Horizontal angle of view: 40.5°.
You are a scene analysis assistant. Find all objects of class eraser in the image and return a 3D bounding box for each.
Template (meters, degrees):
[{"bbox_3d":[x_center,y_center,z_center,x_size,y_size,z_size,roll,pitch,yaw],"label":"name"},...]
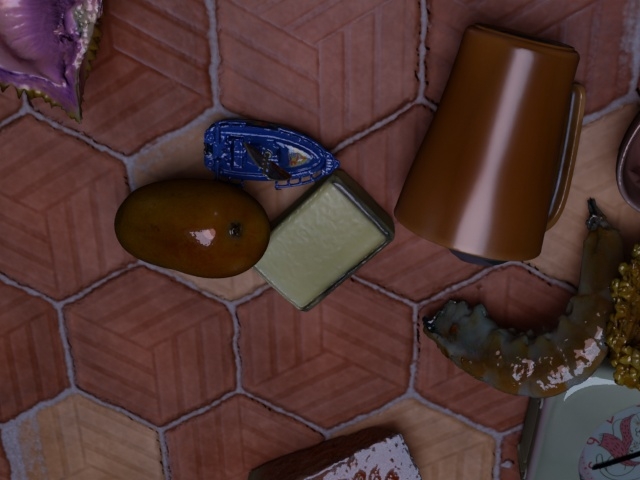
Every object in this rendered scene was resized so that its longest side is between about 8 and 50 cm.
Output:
[{"bbox_3d":[0.000,0.000,1.136,0.117,0.058,0.172,44,112,-13],"label":"eraser"}]

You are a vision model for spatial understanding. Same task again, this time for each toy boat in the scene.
[{"bbox_3d":[-0.063,-0.096,1.069,0.174,0.110,0.091,5,118,2],"label":"toy boat"}]

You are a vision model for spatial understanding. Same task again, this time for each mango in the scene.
[{"bbox_3d":[-0.169,-0.017,1.087,0.221,0.151,0.121,6,81,22],"label":"mango"}]

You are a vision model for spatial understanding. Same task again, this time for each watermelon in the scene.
[{"bbox_3d":[0.039,0.375,1.284,0.256,0.140,0.193,-38,102,10],"label":"watermelon"}]

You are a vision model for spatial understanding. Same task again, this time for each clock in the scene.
[{"bbox_3d":[0.447,0.278,1.195,0.324,0.109,0.265,7,114,1],"label":"clock"}]

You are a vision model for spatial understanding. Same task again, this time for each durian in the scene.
[{"bbox_3d":[-0.309,-0.324,0.993,0.191,0.112,0.341,20,108,7],"label":"durian"}]

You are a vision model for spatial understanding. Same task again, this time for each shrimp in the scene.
[{"bbox_3d":[0.282,0.101,1.109,0.287,0.068,0.185,-42,68,23],"label":"shrimp"}]

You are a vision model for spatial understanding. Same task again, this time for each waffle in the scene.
[{"bbox_3d":[0.419,0.093,1.055,0.197,0.070,0.193,-7,102,-36],"label":"waffle"}]

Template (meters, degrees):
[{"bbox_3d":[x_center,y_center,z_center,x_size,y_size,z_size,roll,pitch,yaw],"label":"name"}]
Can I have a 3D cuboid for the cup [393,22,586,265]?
[{"bbox_3d":[0.218,-0.107,1.020,0.226,0.182,0.264,1,113,-32],"label":"cup"}]

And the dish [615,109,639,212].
[{"bbox_3d":[0.449,-0.105,1.024,0.213,0.090,0.214,1,114,3],"label":"dish"}]
